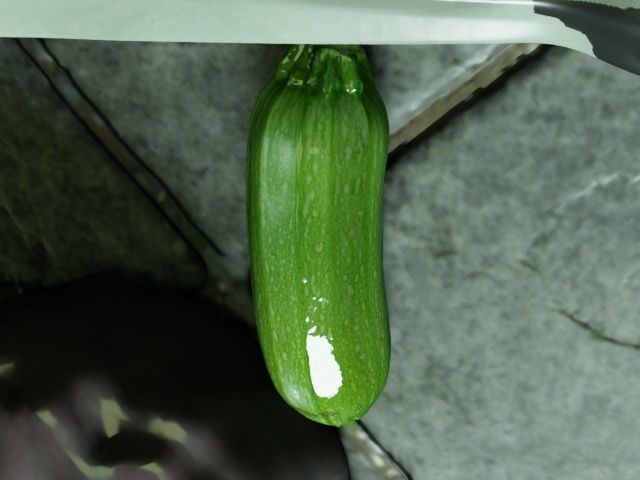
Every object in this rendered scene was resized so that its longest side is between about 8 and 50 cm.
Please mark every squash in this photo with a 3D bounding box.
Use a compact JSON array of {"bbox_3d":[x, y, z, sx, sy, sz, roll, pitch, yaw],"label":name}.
[{"bbox_3d":[0.000,0.000,0.818,0.068,0.077,0.219,40,135,55],"label":"squash"}]

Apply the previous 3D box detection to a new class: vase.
[{"bbox_3d":[-0.007,-0.147,0.710,0.360,0.165,0.165,12,118,15],"label":"vase"}]

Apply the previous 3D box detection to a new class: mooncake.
[{"bbox_3d":[-0.122,0.165,0.917,0.283,0.141,0.283,11,121,20],"label":"mooncake"}]
